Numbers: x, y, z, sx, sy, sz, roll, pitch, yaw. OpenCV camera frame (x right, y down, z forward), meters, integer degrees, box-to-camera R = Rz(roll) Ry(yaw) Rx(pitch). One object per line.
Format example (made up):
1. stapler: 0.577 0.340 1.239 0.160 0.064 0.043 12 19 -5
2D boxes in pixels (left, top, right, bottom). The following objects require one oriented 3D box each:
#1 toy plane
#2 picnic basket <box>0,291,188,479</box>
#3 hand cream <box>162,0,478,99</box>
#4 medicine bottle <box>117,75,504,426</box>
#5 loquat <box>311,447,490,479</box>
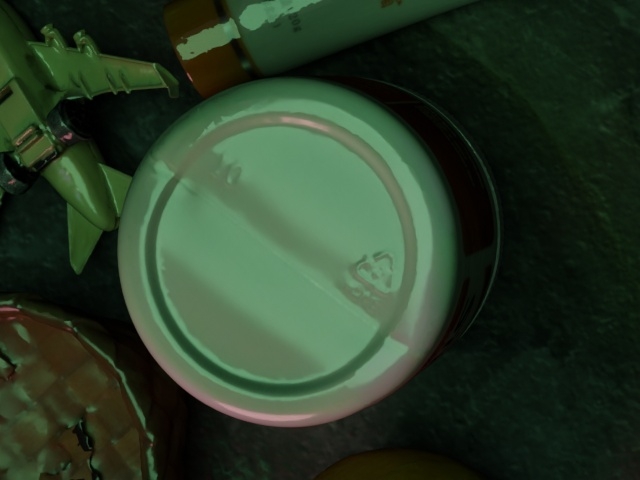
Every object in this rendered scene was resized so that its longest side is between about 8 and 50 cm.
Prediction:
1. toy plane: -0.232 -0.107 1.544 0.242 0.104 0.256 -37 92 30
2. picnic basket: -0.265 0.209 1.466 0.293 0.337 0.337 6 96 14
3. hand cream: 0.035 -0.206 1.474 0.314 0.089 0.140 -27 90 7
4. medicine bottle: 0.000 0.000 1.415 0.252 0.241 0.252 2 96 15
5. loquat: 0.063 0.262 1.441 0.208 0.208 0.208 1 95 14
